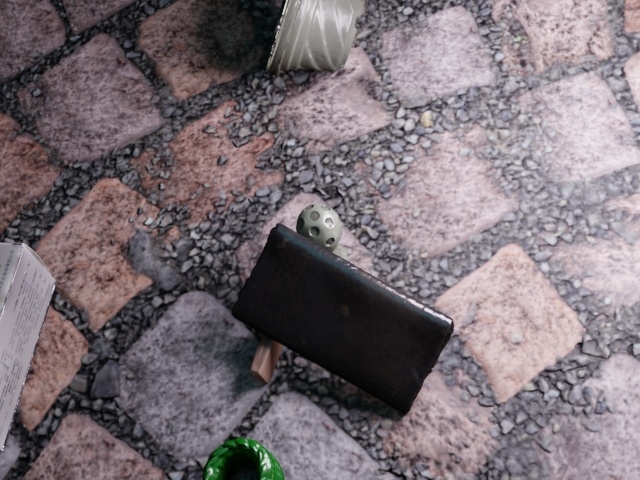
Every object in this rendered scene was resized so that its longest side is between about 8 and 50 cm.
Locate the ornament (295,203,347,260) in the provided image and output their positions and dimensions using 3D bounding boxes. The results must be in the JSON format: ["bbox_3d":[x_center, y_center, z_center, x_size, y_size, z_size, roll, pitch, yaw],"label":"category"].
[{"bbox_3d":[0.000,0.000,1.870,0.081,0.156,0.075,19,67,20],"label":"ornament"}]

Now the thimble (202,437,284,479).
[{"bbox_3d":[-0.114,0.363,1.742,0.118,0.090,0.130,-21,60,3],"label":"thimble"}]

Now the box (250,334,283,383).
[{"bbox_3d":[-0.078,0.165,1.862,0.025,0.048,0.115,10,66,25],"label":"box"}]

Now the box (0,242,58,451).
[{"bbox_3d":[-0.570,0.171,1.905,0.173,0.145,0.333,4,64,16],"label":"box"}]

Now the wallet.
[{"bbox_3d":[0.033,0.117,1.803,0.321,0.044,0.170,29,107,13],"label":"wallet"}]

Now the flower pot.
[{"bbox_3d":[-0.005,-0.382,2.059,0.140,0.235,0.235,16,65,-5],"label":"flower pot"}]
